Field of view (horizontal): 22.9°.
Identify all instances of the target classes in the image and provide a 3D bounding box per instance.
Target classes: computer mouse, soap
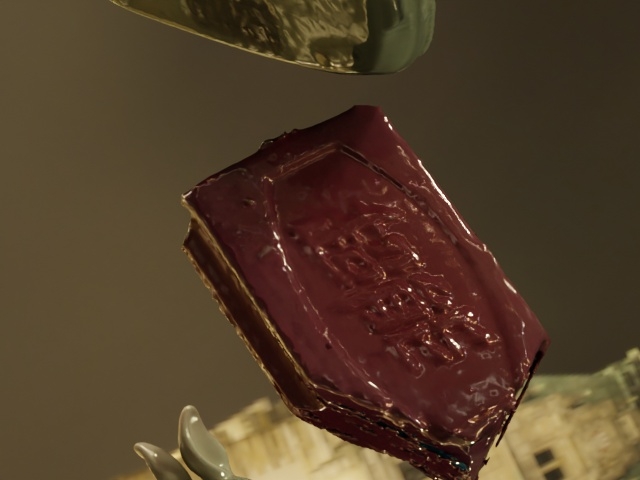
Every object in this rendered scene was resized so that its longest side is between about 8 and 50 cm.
[{"bbox_3d":[-0.064,-0.217,1.058,0.331,0.095,0.197,24,-28,25],"label":"computer mouse"},{"bbox_3d":[0.038,0.045,1.027,0.250,0.162,0.099,54,-22,21],"label":"soap"}]

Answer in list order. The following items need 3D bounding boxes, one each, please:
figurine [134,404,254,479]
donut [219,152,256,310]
[{"bbox_3d":[-0.047,0.242,1.131,0.127,0.155,0.235,-35,-75,24],"label":"figurine"},{"bbox_3d":[0.003,0.000,1.524,0.253,0.253,0.118,31,-40,31],"label":"donut"}]
